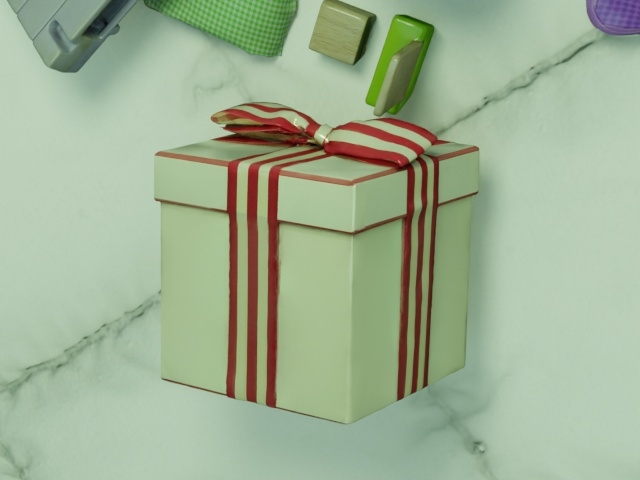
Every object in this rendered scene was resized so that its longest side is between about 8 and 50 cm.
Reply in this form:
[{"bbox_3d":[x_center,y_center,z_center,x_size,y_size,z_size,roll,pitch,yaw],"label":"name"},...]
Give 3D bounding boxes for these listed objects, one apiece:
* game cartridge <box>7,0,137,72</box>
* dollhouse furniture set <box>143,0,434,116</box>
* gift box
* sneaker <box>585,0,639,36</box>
[{"bbox_3d":[-0.192,-0.362,1.582,0.355,0.068,0.230,-44,60,25],"label":"game cartridge"},{"bbox_3d":[-0.041,-0.252,1.566,0.302,0.151,0.197,23,113,9],"label":"dollhouse furniture set"},{"bbox_3d":[0.000,0.000,1.581,0.255,0.276,0.258,9,107,28],"label":"gift box"},{"bbox_3d":[0.341,-0.251,1.474,0.236,0.104,0.095,-24,101,24],"label":"sneaker"}]
